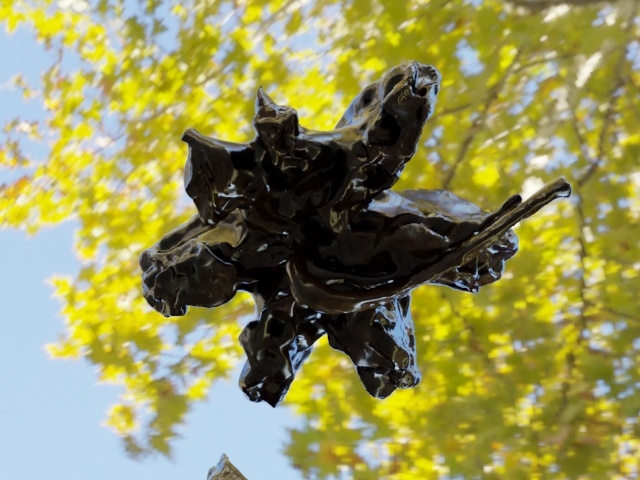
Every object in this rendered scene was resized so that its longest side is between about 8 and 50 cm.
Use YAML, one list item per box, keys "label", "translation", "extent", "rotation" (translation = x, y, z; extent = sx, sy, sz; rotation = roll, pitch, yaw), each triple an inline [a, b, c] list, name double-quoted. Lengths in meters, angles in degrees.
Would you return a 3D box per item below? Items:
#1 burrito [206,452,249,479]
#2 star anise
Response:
- label: "burrito"
  translation: [-0.053, 0.260, 0.841]
  extent: [0.348, 0.175, 0.107]
  rotation: [-56, -33, -51]
- label: "star anise"
  translation: [0.000, 0.000, 0.830]
  extent: [0.190, 0.126, 0.220]
  rotation: [38, -69, 2]
